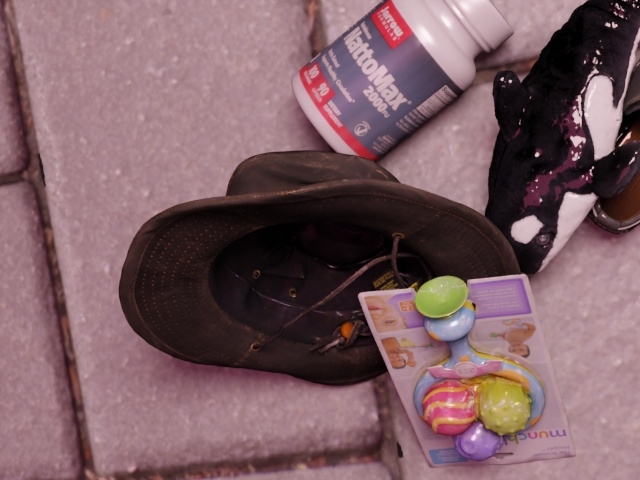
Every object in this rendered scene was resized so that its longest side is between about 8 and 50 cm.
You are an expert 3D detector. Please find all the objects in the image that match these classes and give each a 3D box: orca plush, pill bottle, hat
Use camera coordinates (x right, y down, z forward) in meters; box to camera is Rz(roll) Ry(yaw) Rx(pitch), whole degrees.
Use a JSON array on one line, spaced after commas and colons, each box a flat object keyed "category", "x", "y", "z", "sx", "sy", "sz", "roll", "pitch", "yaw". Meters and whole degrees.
[{"category": "orca plush", "x": 0.193, "y": -0.115, "z": 0.805, "sx": 0.287, "sy": 0.102, "sz": 0.151, "roll": -59, "pitch": 33, "yaw": 23}, {"category": "pill bottle", "x": 0.073, "y": -0.157, "z": 0.883, "sx": 0.180, "sy": 0.108, "sz": 0.108, "roll": -38, "pitch": 81, "yaw": 16}, {"category": "hat", "x": 0.000, "y": 0.000, "z": 0.856, "sx": 0.331, "sy": 0.331, "sz": 0.134, "roll": -16, "pitch": 55, "yaw": 18}]

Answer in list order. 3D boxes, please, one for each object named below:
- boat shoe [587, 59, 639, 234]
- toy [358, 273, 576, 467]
[{"category": "boat shoe", "x": 0.290, "y": -0.112, "z": 0.831, "sx": 0.084, "sy": 0.079, "sz": 0.233, "roll": 29, "pitch": 100, "yaw": 16}, {"category": "toy", "x": 0.126, "y": 0.132, "z": 0.839, "sx": 0.136, "sy": 0.056, "sz": 0.237, "roll": -8, "pitch": 128, "yaw": 19}]
